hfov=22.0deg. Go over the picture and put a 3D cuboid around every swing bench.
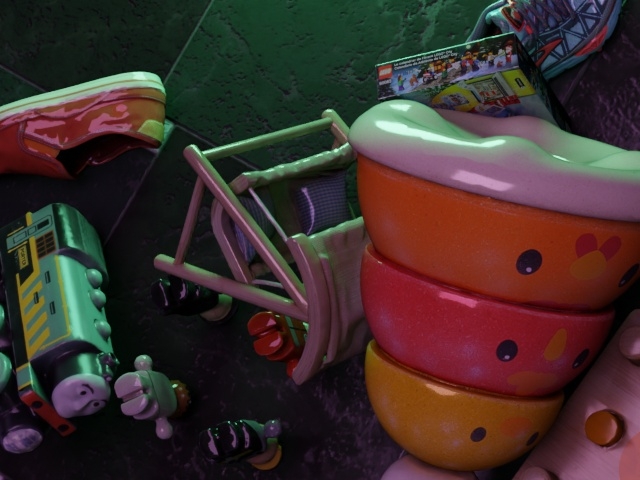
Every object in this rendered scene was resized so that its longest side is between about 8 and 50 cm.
[{"bbox_3d":[0.000,0.000,1.843,0.254,0.253,0.165,36,125,28],"label":"swing bench"}]

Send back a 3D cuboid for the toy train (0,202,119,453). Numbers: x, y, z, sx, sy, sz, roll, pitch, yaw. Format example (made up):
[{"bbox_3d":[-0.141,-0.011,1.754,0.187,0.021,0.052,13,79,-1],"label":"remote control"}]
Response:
[{"bbox_3d":[-0.346,0.103,2.012,0.190,0.142,0.334,-29,43,10],"label":"toy train"}]

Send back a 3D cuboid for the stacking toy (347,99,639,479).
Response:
[{"bbox_3d":[0.162,0.115,1.699,0.350,0.350,0.480,17,103,26],"label":"stacking toy"}]

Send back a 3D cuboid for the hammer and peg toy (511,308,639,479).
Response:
[{"bbox_3d":[0.405,0.262,1.695,0.361,0.127,0.266,34,90,25],"label":"hammer and peg toy"}]

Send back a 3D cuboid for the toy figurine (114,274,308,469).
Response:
[{"bbox_3d":[-0.116,0.151,1.940,0.213,0.148,0.209,21,91,24],"label":"toy figurine"}]

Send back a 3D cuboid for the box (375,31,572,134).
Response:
[{"bbox_3d":[0.176,-0.148,1.840,0.159,0.233,0.044,-11,67,20],"label":"box"}]

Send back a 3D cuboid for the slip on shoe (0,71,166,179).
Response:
[{"bbox_3d":[-0.350,-0.124,2.127,0.331,0.123,0.101,-15,74,13],"label":"slip on shoe"}]

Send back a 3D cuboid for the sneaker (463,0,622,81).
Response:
[{"bbox_3d":[0.244,-0.237,1.897,0.262,0.125,0.104,-46,65,6],"label":"sneaker"}]
